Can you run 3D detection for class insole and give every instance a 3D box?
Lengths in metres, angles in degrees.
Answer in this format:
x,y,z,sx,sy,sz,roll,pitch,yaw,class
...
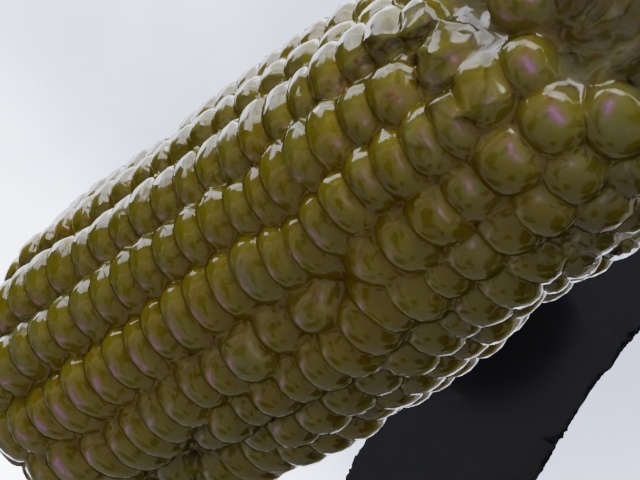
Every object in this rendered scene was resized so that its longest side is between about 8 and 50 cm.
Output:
x,y,z,sx,sy,sz,roll,pitch,yaw,class
0.123,0.097,1.203,0.109,0.322,0.007,41,8,19,insole

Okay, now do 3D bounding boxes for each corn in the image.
x,y,z,sx,sy,sz,roll,pitch,yaw,class
0.000,0.000,0.607,0.130,0.130,0.347,37,-47,-20,corn
